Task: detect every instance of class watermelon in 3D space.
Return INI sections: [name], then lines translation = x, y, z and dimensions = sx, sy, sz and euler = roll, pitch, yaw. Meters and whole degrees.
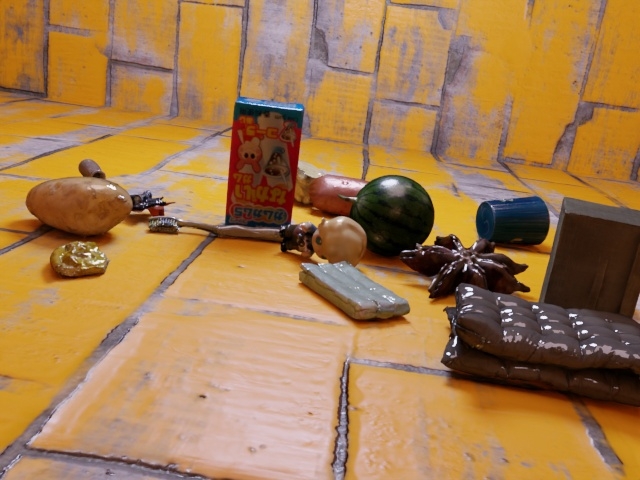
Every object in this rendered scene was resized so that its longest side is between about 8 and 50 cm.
[watermelon]
translation = 0.151, -0.061, 1.499
dimensions = 0.214, 0.188, 0.188
euler = 25, 12, -15

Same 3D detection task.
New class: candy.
[candy]
translation = -0.131, -0.166, 1.530
dimensions = 0.157, 0.306, 0.100
euler = 7, 19, -3

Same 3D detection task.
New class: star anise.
[star anise]
translation = 0.294, 0.054, 1.363
dimensions = 0.288, 0.088, 0.288
euler = 7, 28, -4

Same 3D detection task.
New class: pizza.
[pizza]
translation = -0.436, 0.029, 1.207
dimensions = 0.098, 0.036, 0.160
euler = 5, 17, -9

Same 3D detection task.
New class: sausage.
[sausage]
translation = 0.095, -0.115, 1.809
dimensions = 0.259, 0.114, 0.113
euler = 11, 17, 5

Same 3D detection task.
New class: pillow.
[pillow]
translation = 0.354, 0.158, 1.032
dimensions = 0.326, 0.101, 0.228
euler = 12, 16, 9

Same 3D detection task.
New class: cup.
[cup]
translation = 0.499, -0.048, 1.774
dimensions = 0.155, 0.131, 0.176
euler = -1, -12, -15

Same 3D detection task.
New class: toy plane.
[toy plane]
translation = -0.443, -0.088, 1.553
dimensions = 0.189, 0.061, 0.130
euler = 10, 17, 8

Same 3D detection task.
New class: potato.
[potato]
translation = -0.506, -0.070, 1.381
dimensions = 0.234, 0.128, 0.161
euler = 3, 1, 0

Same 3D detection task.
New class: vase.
[vase]
translation = -0.626, -0.187, 1.823
dimensions = 0.053, 0.053, 0.100
euler = -5, 24, -36

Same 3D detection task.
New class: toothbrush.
[toothbrush]
translation = -0.177, -0.019, 1.494
dimensions = 0.413, 0.035, 0.042
euler = 5, 37, -8

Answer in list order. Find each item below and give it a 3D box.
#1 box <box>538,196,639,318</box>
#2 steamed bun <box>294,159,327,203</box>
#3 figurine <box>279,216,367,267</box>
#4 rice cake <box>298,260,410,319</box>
[box]
translation = 0.486, 0.058, 1.186
dimensions = 0.148, 0.232, 0.155
euler = 12, 18, 16
[steamed bun]
translation = -0.053, -0.169, 1.939
dimensions = 0.177, 0.106, 0.192
euler = 37, 18, 34
[figurine]
translation = 0.000, 0.000, 1.390
dimensions = 0.195, 0.114, 0.108
euler = 7, 15, 26
[rice cake]
translation = 0.059, 0.092, 1.218
dimensions = 0.124, 0.038, 0.211
euler = -2, 19, -28
